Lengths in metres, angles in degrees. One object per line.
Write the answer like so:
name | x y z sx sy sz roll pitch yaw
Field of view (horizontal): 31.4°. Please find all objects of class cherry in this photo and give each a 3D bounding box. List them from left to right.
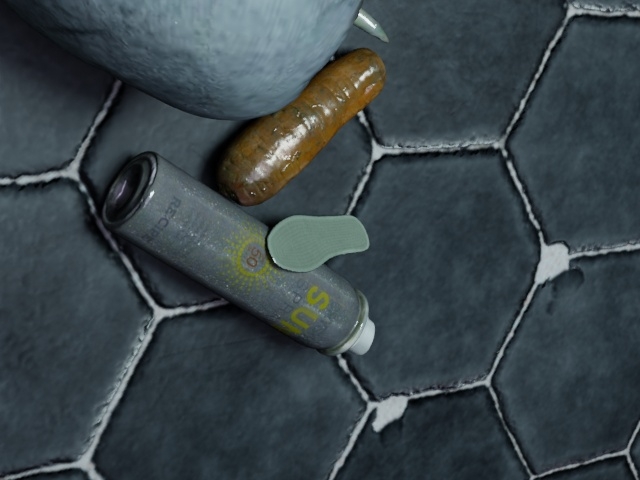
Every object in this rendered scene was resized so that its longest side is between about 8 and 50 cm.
cherry | -0.083 -0.200 0.780 0.296 0.255 0.218 11 108 -17

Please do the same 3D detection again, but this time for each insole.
insole | 0.000 0.000 0.995 0.153 0.002 0.053 -8 71 -55

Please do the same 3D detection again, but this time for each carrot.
carrot | -0.015 -0.101 0.971 0.186 0.060 0.060 -44 122 -14

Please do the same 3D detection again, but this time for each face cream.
face cream | -0.056 0.024 0.974 0.283 0.073 0.073 34 86 -34
